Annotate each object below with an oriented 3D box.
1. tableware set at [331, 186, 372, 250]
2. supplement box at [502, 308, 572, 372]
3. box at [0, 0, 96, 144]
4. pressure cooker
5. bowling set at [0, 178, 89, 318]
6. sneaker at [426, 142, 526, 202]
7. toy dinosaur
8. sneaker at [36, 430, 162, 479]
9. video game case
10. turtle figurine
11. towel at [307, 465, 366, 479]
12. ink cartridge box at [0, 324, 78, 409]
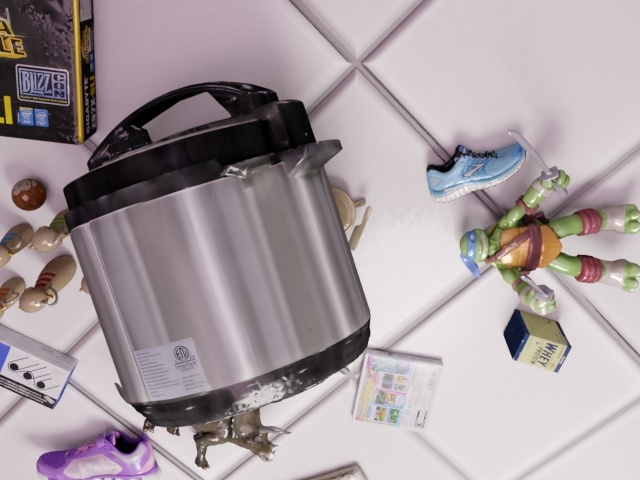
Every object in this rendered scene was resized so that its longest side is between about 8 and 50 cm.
[{"bbox_3d":[0.000,0.000,1.146,0.128,0.039,0.194,24,107,6],"label":"tableware set"},{"bbox_3d":[0.368,0.171,1.171,0.083,0.083,0.056,16,115,-5],"label":"supplement box"},{"bbox_3d":[-0.505,-0.291,1.027,0.321,0.079,0.257,7,116,0],"label":"box"},{"bbox_3d":[-0.144,-0.002,0.953,0.369,0.375,0.421,-20,94,-14],"label":"pressure cooker"},{"bbox_3d":[-0.474,0.015,1.116,0.287,0.154,0.200,-22,111,12],"label":"bowling set"},{"bbox_3d":[0.239,-0.117,1.066,0.162,0.063,0.073,-22,107,12],"label":"sneaker"},{"bbox_3d":[-0.223,0.313,1.270,0.313,0.121,0.160,36,99,-7],"label":"toy dinosaur"},{"bbox_3d":[-0.427,0.416,1.328,0.236,0.095,0.105,2,107,-3],"label":"sneaker"},{"bbox_3d":[0.140,0.279,1.269,0.143,0.019,0.157,9,115,0],"label":"video game case"},{"bbox_3d":[0.362,0.003,1.021,0.266,0.198,0.275,1,145,-12],"label":"turtle figurine"},{"bbox_3d":[-0.014,0.566,1.387,0.282,0.049,0.187,-22,111,12],"label":"towel"},{"bbox_3d":[-0.567,0.225,1.272,0.207,0.046,0.097,28,111,-8],"label":"ink cartridge box"}]
